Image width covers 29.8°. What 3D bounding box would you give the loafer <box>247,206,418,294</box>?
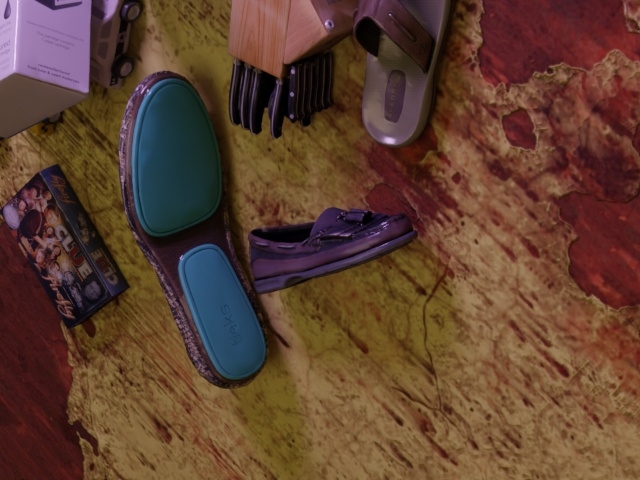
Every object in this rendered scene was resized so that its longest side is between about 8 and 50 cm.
[{"bbox_3d":[0.000,0.000,1.632,0.302,0.109,0.095,-20,92,47],"label":"loafer"}]

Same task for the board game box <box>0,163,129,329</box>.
[{"bbox_3d":[-0.440,0.013,2.052,0.165,0.042,0.243,-34,86,44],"label":"board game box"}]

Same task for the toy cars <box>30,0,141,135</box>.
[{"bbox_3d":[-0.405,-0.284,1.857,0.393,0.087,0.176,-23,94,44],"label":"toy cars"}]

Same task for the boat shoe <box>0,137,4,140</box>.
[{"bbox_3d":[-0.560,-0.230,2.048,0.049,0.042,0.133,23,121,34],"label":"boat shoe"}]

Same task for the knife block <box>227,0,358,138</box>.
[{"bbox_3d":[-0.069,-0.281,1.570,0.242,0.088,0.276,-27,91,43],"label":"knife block"}]

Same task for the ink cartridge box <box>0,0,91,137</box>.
[{"bbox_3d":[-0.443,-0.333,1.747,0.223,0.129,0.307,-18,67,43],"label":"ink cartridge box"}]

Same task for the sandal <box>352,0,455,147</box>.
[{"bbox_3d":[0.091,-0.248,1.450,0.120,0.086,0.303,18,120,34],"label":"sandal"}]

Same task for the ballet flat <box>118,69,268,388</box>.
[{"bbox_3d":[-0.210,-0.009,1.786,0.182,0.164,0.483,9,118,60],"label":"ballet flat"}]
